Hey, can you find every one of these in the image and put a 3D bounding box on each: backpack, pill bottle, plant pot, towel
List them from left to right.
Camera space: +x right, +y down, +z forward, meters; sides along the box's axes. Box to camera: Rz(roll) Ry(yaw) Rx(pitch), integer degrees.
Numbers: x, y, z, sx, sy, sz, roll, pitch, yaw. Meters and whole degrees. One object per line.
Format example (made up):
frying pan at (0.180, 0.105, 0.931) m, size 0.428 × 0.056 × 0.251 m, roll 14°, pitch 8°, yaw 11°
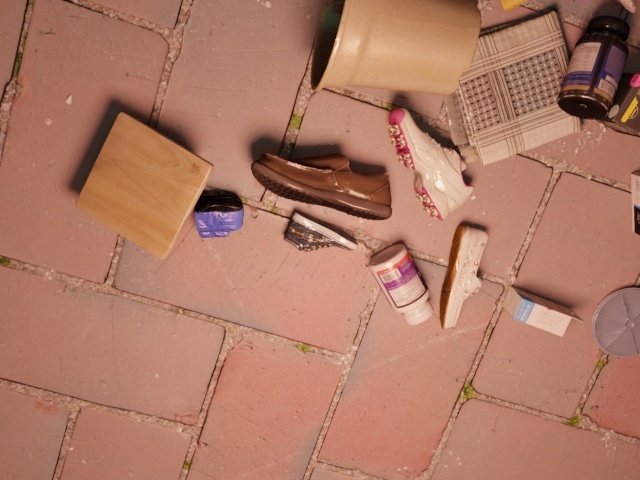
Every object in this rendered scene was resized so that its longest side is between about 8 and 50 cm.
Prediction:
backpack at (-0.248, -0.061, 1.714) m, size 0.120 × 0.098 × 0.101 m, roll -6°, pitch 127°, yaw -10°
plant pot at (0.166, -0.459, 1.516) m, size 0.306 × 0.334 × 0.333 m, roll 10°, pitch 105°, yaw -11°
pill bottle at (0.212, 0.116, 1.779) m, size 0.108 × 0.108 × 0.193 m, roll -29°, pitch 105°, yaw 5°
towel at (0.455, -0.363, 1.688) m, size 0.324 × 0.056 × 0.312 m, roll -17°, pitch 106°, yaw 2°
pill bottle at (0.645, -0.406, 1.629) m, size 0.123 × 0.123 × 0.219 m, roll 23°, pitch 81°, yaw -9°

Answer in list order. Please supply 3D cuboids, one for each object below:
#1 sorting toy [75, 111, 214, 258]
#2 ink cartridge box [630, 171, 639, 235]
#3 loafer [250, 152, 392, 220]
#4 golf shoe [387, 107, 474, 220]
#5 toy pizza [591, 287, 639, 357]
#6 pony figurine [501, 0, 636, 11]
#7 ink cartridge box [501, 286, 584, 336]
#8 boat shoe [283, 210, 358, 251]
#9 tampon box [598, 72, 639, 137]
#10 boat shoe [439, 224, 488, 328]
sorting toy at (-0.408, -0.131, 1.660) m, size 0.257 × 0.089 × 0.255 m, roll 31°, pitch 101°, yaw 7°
ink cartridge box at (0.970, -0.116, 1.781) m, size 0.333 × 0.065 × 0.165 m, roll -10°, pitch 105°, yaw -1°
loafer at (0.009, -0.152, 1.699) m, size 0.366 × 0.134 × 0.130 m, roll 16°, pitch 81°, yaw -17°
golf shoe at (0.270, -0.202, 1.703) m, size 0.140 × 0.115 × 0.306 m, roll -31°, pitch 113°, yaw -3°
toy pizza at (0.829, 0.220, 1.881) m, size 0.201 × 0.032 × 0.201 m, roll 0°, pitch 105°, yaw -2°
pony figurine at (0.571, -0.613, 1.509) m, size 0.364 × 0.351 × 0.302 m, roll -16°, pitch 102°, yaw 21°
ink cartridge box at (0.580, 0.191, 1.821) m, size 0.181 × 0.104 × 0.061 m, roll 20°, pitch 104°, yaw -8°
boat shoe at (0.000, 0.000, 1.762) m, size 0.183 × 0.065 × 0.083 m, roll 26°, pitch 104°, yaw -3°
tampon box at (0.732, -0.325, 1.659) m, size 0.101 × 0.161 × 0.120 m, roll 26°, pitch 102°, yaw -10°
boat shoe at (0.374, 0.103, 1.789) m, size 0.096 × 0.098 × 0.277 m, roll 10°, pitch 103°, yaw -5°
